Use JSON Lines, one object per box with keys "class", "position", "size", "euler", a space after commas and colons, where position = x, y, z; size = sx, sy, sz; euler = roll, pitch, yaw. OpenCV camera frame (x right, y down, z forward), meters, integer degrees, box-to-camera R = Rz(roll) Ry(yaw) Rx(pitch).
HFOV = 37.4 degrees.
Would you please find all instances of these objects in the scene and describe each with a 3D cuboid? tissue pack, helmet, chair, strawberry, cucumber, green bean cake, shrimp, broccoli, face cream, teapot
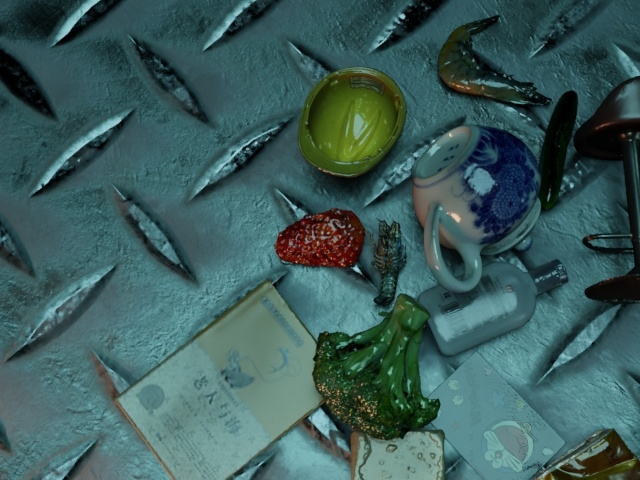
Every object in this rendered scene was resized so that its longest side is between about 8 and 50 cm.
{"class": "tissue pack", "position": [0.526, 0.483, 1.733], "size": [0.183, 0.092, 0.226], "euler": [-33, 78, -7]}
{"class": "helmet", "position": [0.063, -0.217, 1.927], "size": [0.205, 0.140, 0.257], "euler": [22, 71, 10]}
{"class": "chair", "position": [0.610, -0.095, 1.823], "size": [0.226, 0.226, 0.401], "euler": [0, 75, 3]}
{"class": "strawberry", "position": [0.000, 0.000, 1.902], "size": [0.188, 0.082, 0.121], "euler": [-13, 77, -4]}
{"class": "cucumber", "position": [0.486, -0.192, 1.945], "size": [0.056, 0.056, 0.284], "euler": [14, 71, 7]}
{"class": "green bean cake", "position": [0.145, 0.411, 1.775], "size": [0.179, 0.085, 0.109], "euler": [-3, 76, 3]}
{"class": "shrimp", "position": [0.129, 0.043, 1.892], "size": [0.082, 0.076, 0.174], "euler": [3, 84, 17]}
{"class": "broccoli", "position": [0.107, 0.220, 1.741], "size": [0.269, 0.254, 0.269], "euler": [-3, 84, 31]}
{"class": "face cream", "position": [0.343, 0.114, 1.855], "size": [0.291, 0.071, 0.144], "euler": [-24, 73, -3]}
{"class": "teapot", "position": [0.321, -0.076, 1.837], "size": [0.280, 0.252, 0.424], "euler": [45, 56, -21]}
{"class": "shrimp", "position": [0.386, -0.385, 2.006], "size": [0.261, 0.051, 0.198], "euler": [19, 75, 11]}

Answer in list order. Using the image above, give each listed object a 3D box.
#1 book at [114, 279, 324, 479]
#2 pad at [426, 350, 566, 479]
{"class": "book", "position": [-0.175, 0.294, 1.851], "size": [0.389, 0.032, 0.269], "euler": [-39, 77, -7]}
{"class": "pad", "position": [0.327, 0.357, 1.823], "size": [0.170, 0.006, 0.245], "euler": [-41, 77, -8]}
